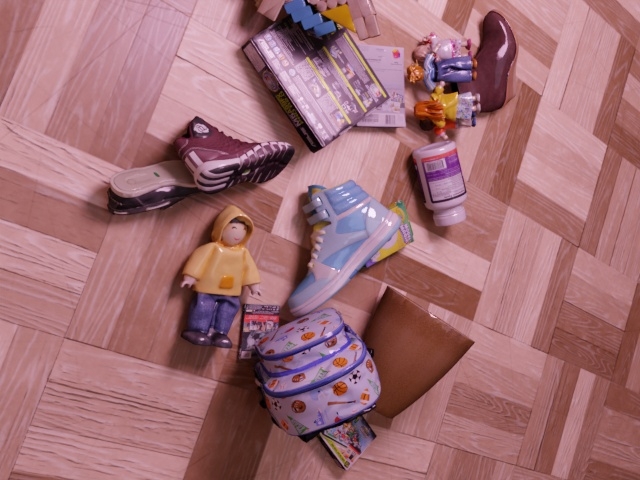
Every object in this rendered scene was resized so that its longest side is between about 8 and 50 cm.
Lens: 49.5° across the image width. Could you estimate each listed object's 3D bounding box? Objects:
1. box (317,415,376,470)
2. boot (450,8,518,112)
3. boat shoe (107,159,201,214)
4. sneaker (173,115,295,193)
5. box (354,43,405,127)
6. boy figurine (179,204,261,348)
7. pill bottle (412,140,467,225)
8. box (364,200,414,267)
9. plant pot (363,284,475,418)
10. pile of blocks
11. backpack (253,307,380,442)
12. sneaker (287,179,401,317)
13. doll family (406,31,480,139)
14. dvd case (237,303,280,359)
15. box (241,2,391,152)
[{"bbox_3d":[0.037,0.421,1.609,0.114,0.036,0.207,-43,114,-23],"label":"box"},{"bbox_3d":[0.410,-0.443,1.758,0.207,0.090,0.248,-26,110,-31],"label":"boot"},{"bbox_3d":[-0.300,-0.101,1.343,0.233,0.084,0.079,-16,140,-38],"label":"boat shoe"},{"bbox_3d":[-0.179,-0.195,1.393,0.162,0.106,0.281,47,32,15],"label":"sneaker"},{"bbox_3d":[0.131,-0.357,1.615,0.145,0.038,0.186,-6,97,-32],"label":"box"},{"bbox_3d":[-0.192,0.071,1.406,0.177,0.092,0.285,16,88,-30],"label":"boy figurine"},{"bbox_3d":[0.297,-0.138,1.696,0.108,0.108,0.193,-24,106,-30],"label":"pill bottle"},{"bbox_3d":[0.152,-0.018,1.650,0.179,0.043,0.105,-29,108,-30],"label":"box"},{"bbox_3d":[0.187,0.272,1.607,0.237,0.237,0.254,32,92,-31],"label":"plant pot"},{"bbox_3d":[-0.037,-0.503,1.415,0.362,0.112,0.149,35,109,0],"label":"pile of blocks"},{"bbox_3d":[-0.005,0.268,1.398,0.277,0.263,0.213,-28,109,-7],"label":"backpack"},{"bbox_3d":[0.000,0.000,1.521,0.208,0.127,0.319,45,84,-5],"label":"sneaker"},{"bbox_3d":[0.289,-0.371,1.651,0.163,0.118,0.262,-6,97,0],"label":"doll family"},{"bbox_3d":[-0.132,0.197,1.497,0.087,0.013,0.119,5,90,-33],"label":"dvd case"},{"bbox_3d":[-0.005,-0.356,1.483,0.216,0.060,0.270,-40,101,-25],"label":"box"}]
